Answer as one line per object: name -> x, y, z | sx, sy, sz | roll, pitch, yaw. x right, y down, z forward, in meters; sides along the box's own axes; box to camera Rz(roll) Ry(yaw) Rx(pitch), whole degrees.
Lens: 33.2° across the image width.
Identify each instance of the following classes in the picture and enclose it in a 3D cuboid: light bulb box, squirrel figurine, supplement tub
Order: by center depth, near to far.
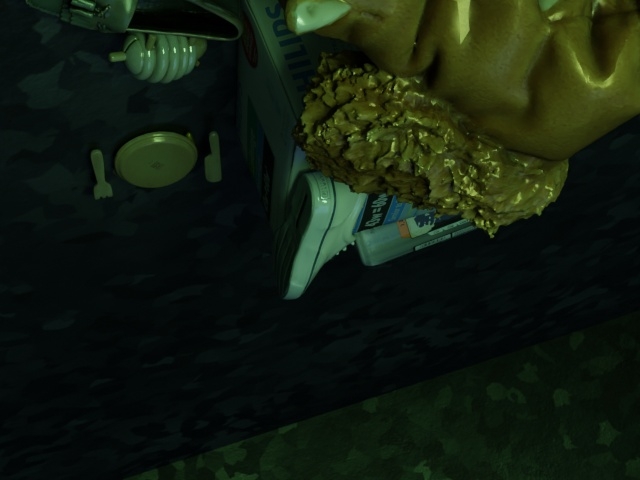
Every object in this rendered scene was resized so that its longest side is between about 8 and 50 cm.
squirrel figurine -> 0.105, -0.188, 1.058 | 0.370, 0.281, 0.397 | 7, 124, -24
light bulb box -> 0.087, -0.194, 1.453 | 0.360, 0.225, 0.358 | -16, 156, -13
supplement tub -> 0.186, -0.093, 1.782 | 0.315, 0.194, 0.193 | -21, 156, 0

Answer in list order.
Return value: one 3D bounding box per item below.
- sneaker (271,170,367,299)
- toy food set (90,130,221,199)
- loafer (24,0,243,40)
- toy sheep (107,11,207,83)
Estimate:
sneaker -> 0.000, 0.000, 1.403 | 0.091, 0.094, 0.258 | -5, 152, -20
toy food set -> -0.244, -0.122, 1.584 | 0.192, 0.039, 0.132 | -9, 147, -12
loafer -> -0.206, -0.275, 1.222 | 0.267, 0.084, 0.096 | -5, 152, -31
toy sheep -> -0.199, -0.235, 1.314 | 0.132, 0.091, 0.091 | -10, 154, -31
